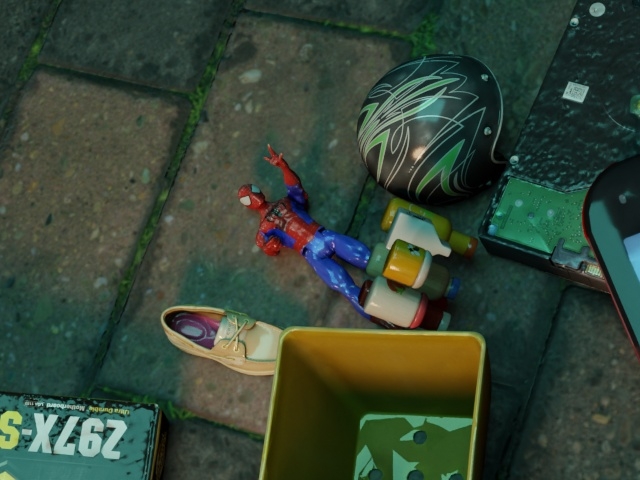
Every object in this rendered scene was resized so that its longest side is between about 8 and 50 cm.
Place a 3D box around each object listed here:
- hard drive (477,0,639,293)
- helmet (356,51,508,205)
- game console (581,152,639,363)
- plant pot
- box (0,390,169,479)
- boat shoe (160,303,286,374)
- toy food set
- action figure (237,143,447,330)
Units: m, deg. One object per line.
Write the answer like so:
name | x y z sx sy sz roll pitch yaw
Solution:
hard drive | 0.341 -0.109 1.795 0.236 0.064 0.339 18 75 24
helmet | 0.123 -0.123 1.818 0.169 0.161 0.169 -7 67 16
game console | 0.470 0.057 1.640 0.342 0.060 0.387 -21 73 4
plant pot | 0.073 0.219 1.681 0.212 0.187 0.212 1 69 18
box | -0.340 0.297 1.817 0.322 0.079 0.257 4 68 7
boat shoe | -0.103 0.108 1.858 0.170 0.059 0.063 8 72 22
toy food set | 0.106 0.034 1.697 0.104 0.232 0.111 22 99 -4
action figure | 0.000 0.000 1.830 0.280 0.139 0.091 34 81 30
